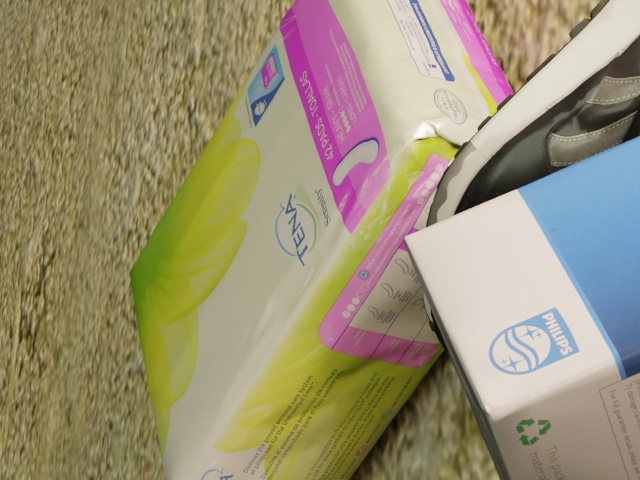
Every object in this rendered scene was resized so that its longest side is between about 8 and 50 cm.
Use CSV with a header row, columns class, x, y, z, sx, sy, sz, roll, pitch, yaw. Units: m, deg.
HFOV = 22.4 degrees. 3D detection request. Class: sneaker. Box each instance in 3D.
class,x,y,z,sx,sy,sz,roll,pitch,yaw
sneaker,0.145,-0.026,0.689,0.283,0.107,0.124,-56,38,29

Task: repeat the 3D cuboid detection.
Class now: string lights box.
class,x,y,z,sx,sy,sz,roll,pitch,yaw
string lights box,0.169,0.015,0.439,0.259,0.133,0.077,-23,39,1

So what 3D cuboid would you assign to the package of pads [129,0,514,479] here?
class,x,y,z,sx,sy,sz,roll,pitch,yaw
package of pads,0.000,0.000,0.936,0.296,0.101,0.229,-57,30,29
